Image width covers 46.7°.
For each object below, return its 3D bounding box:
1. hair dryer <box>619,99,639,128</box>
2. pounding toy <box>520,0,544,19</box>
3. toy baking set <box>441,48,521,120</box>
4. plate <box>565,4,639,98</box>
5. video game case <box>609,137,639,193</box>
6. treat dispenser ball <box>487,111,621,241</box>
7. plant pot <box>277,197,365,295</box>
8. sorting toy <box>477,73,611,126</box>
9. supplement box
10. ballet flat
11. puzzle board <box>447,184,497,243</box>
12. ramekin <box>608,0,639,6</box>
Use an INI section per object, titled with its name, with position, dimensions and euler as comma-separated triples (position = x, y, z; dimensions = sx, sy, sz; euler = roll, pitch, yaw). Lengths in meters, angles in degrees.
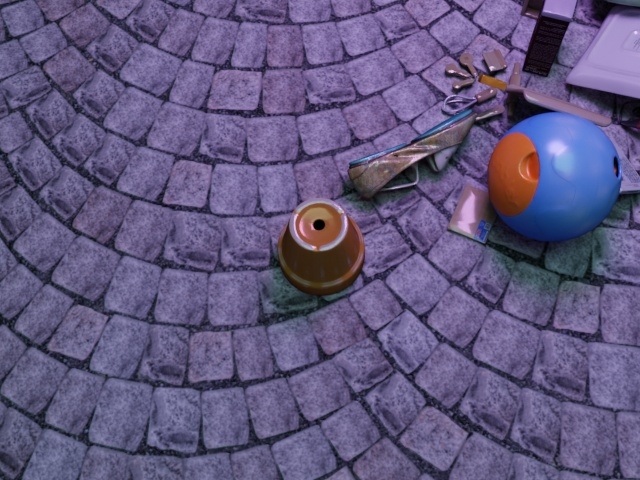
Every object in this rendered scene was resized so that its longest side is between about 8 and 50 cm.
[hair dryer]
position = 0.844, -0.264, 1.748
dimensions = 0.080, 0.224, 0.293
euler = 35, 42, -28
[pounding toy]
position = 0.613, -0.651, 1.930
dimensions = 0.130, 0.141, 0.100
euler = 22, 71, 10
[toy baking set]
position = 0.412, -0.379, 1.893
dimensions = 0.197, 0.030, 0.256
euler = 5, 69, 7
[plate]
position = 0.789, -0.473, 1.820
dimensions = 0.278, 0.045, 0.277
euler = 25, 71, 36
[video game case]
position = 0.701, -0.179, 1.762
dimensions = 0.143, 0.019, 0.157
euler = -6, 61, -43
[treat dispenser ball]
position = 0.518, -0.140, 1.653
dimensions = 0.288, 0.288, 0.288
euler = -1, 68, 2
[plant pot]
position = 0.000, 0.000, 1.670
dimensions = 0.205, 0.188, 0.205
euler = -1, 69, 2
[sorting toy]
position = 0.513, -0.332, 1.765
dimensions = 0.307, 0.229, 0.041
euler = 18, 107, -2
[supplement box]
position = 0.569, -0.530, 1.831
dimensions = 0.073, 0.239, 0.130
euler = 17, 70, 10
[ballet flat]
position = 0.235, -0.201, 1.791
dimensions = 0.349, 0.123, 0.123
euler = -25, 70, -7
[puzzle board]
position = 0.372, -0.063, 1.777
dimensions = 0.096, 0.011, 0.128
euler = 23, 72, 9
[ramekin]
position = 0.834, -0.693, 1.871
dimensions = 0.304, 0.148, 0.303
euler = -1, 31, 1
